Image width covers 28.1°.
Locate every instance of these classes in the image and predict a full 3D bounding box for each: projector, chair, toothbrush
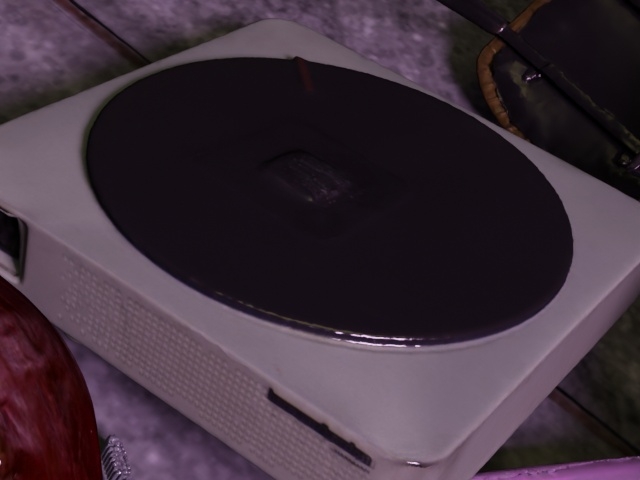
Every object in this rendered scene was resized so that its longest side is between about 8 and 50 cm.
[{"bbox_3d":[0.000,0.000,0.607,0.257,0.079,0.259,31,38,21],"label":"projector"},{"bbox_3d":[0.186,-0.109,0.745,0.172,0.247,0.159,-44,69,-1],"label":"chair"},{"bbox_3d":[-0.063,0.149,0.507,0.011,0.014,0.167,0,49,-33],"label":"toothbrush"}]

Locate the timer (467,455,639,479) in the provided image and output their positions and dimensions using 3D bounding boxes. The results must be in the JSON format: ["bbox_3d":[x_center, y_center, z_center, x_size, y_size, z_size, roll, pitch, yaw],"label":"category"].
[{"bbox_3d":[0.120,0.181,0.511,0.209,0.069,0.190,-2,50,-21],"label":"timer"}]

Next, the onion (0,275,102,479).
[{"bbox_3d":[-0.203,0.096,0.369,0.281,0.281,0.221,23,2,0],"label":"onion"}]
